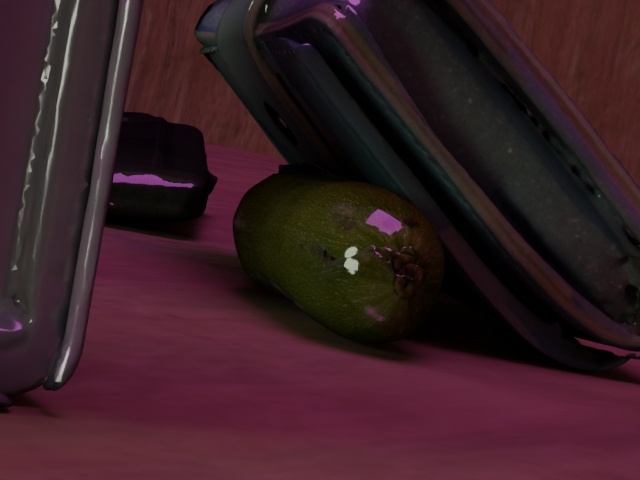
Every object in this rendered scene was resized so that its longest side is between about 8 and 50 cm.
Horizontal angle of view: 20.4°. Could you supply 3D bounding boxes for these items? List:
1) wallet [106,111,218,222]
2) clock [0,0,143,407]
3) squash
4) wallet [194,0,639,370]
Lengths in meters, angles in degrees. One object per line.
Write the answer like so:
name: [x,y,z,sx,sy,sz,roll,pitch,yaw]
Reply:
wallet: [-0.137,-0.043,0.940,0.168,0.052,0.245,7,6,-4]
clock: [-0.105,-0.074,0.339,0.144,0.193,0.073,9,2,-27]
squash: [0.000,0.000,0.616,0.052,0.052,0.183,10,5,-14]
wallet: [0.037,-0.040,0.701,0.176,0.075,0.250,49,-5,-12]
